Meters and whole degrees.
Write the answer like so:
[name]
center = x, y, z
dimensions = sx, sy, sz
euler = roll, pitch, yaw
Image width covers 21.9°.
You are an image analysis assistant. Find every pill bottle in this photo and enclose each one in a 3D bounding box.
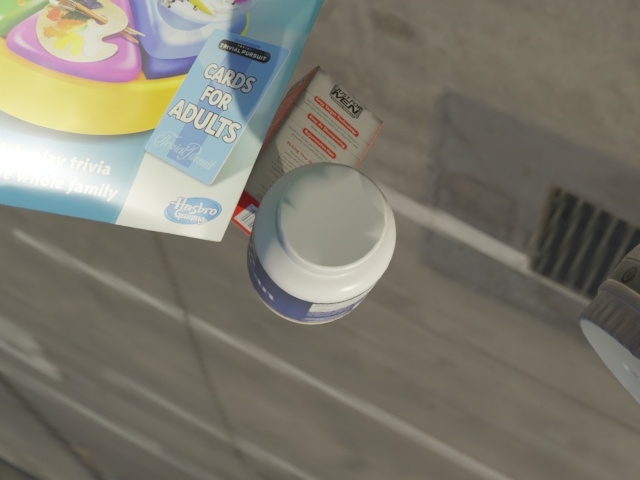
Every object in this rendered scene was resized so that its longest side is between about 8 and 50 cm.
[pill bottle]
center = 0.000, 0.000, 1.110
dimensions = 0.094, 0.094, 0.169
euler = 29, 168, 1

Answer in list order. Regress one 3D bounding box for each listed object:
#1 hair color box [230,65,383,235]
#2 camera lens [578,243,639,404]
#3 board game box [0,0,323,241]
[hair color box]
center = -0.015, -0.059, 1.256
dimensions = 0.072, 0.141, 0.043
euler = 41, 143, -12
[camera lens]
center = 0.395, 0.049, 1.463
dimensions = 0.219, 0.274, 0.219
euler = 48, 177, 4
[board game box]
center = -0.111, -0.176, 0.865
dimensions = 0.254, 0.336, 0.079
euler = 10, -155, -34
